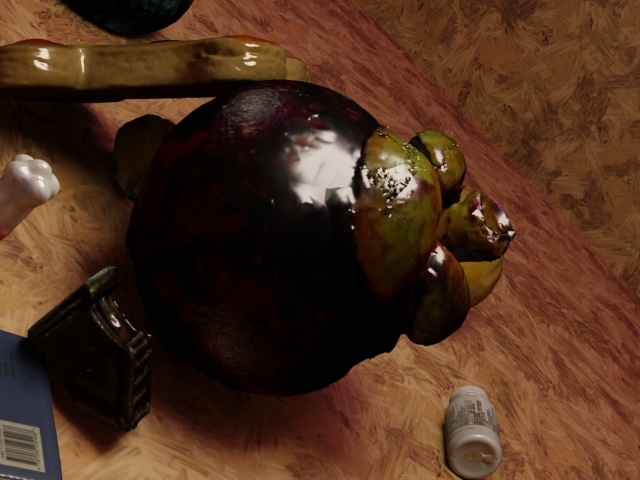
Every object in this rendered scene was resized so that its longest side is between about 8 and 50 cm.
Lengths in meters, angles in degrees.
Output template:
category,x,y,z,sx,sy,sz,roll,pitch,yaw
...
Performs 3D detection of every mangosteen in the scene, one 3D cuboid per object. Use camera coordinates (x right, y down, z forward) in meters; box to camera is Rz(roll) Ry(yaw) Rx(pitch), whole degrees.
category,x,y,z,sx,sy,sz,roll,pitch,yaw
mangosteen,-0.015,-0.011,1.224,0.422,0.381,0.381,-13,48,-16

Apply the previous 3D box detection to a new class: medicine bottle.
category,x,y,z,sx,sy,sz,roll,pitch,yaw
medicine bottle,0.222,0.278,1.521,0.079,0.079,0.140,37,22,-13

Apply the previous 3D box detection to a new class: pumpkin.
category,x,y,z,sx,sy,sz,roll,pitch,yaw
pumpkin,-0.350,-0.518,1.812,0.315,0.238,0.315,31,29,-19

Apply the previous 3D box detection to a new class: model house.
category,x,y,z,sx,sy,sz,roll,pitch,yaw
model house,-0.213,0.113,1.063,0.152,0.106,0.165,57,11,-4

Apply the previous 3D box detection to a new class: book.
category,x,y,z,sx,sy,sz,roll,pitch,yaw
book,-0.359,0.127,0.916,0.269,0.025,0.190,24,28,-37

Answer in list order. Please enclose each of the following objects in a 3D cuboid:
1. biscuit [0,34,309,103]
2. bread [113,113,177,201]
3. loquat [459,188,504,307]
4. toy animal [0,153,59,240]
category,x,y,z,sx,sy,sz,roll,pitch,yaw
biscuit,-0.229,-0.225,1.338,0.394,0.076,0.368,-1,4,7
bread,-0.242,-0.129,1.460,0.110,0.103,0.156,52,17,9
loquat,0.203,0.012,1.799,0.244,0.244,0.244,35,24,-18
toy animal,-0.312,0.047,0.770,0.141,0.282,0.138,16,49,-43
